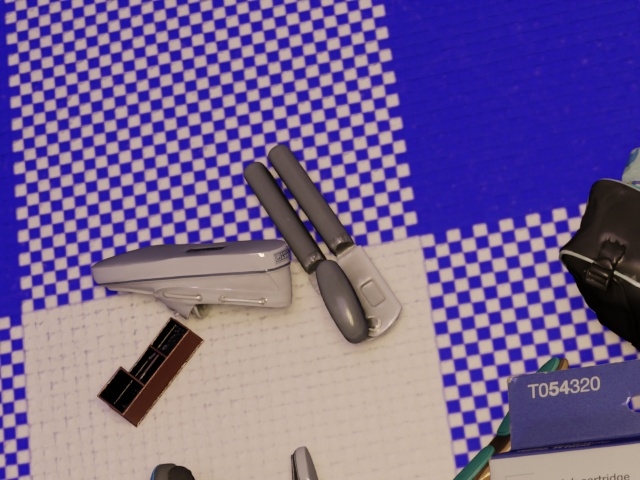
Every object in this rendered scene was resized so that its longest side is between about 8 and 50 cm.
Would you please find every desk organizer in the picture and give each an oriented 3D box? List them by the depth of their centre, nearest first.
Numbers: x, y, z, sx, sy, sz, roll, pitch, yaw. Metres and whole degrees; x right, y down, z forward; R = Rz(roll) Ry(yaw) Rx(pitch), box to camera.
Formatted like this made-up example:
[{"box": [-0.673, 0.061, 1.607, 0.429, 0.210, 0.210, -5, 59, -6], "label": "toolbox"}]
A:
[{"box": [-0.199, 0.149, 1.879, 0.047, 0.050, 0.130, 34, 81, 22], "label": "desk organizer"}]

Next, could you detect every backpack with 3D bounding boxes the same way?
[{"box": [0.377, 0.033, 1.675, 0.225, 0.253, 0.191, 25, 74, 24], "label": "backpack"}]

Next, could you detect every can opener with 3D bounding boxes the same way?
[{"box": [0.000, 0.000, 1.870, 0.074, 0.093, 0.280, -34, 62, 1], "label": "can opener"}]

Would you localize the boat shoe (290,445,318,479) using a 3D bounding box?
[{"box": [-0.021, 0.300, 1.784, 0.040, 0.049, 0.142, -13, 70, 9], "label": "boat shoe"}]

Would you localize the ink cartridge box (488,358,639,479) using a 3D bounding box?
[{"box": [0.308, 0.250, 1.397, 0.324, 0.071, 0.330, -11, 69, 25], "label": "ink cartridge box"}]

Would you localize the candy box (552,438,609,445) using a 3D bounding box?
[{"box": [0.310, 0.370, 1.551, 0.122, 0.268, 0.317, -8, 69, 20], "label": "candy box"}]

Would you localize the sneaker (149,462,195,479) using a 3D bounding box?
[{"box": [-0.083, 0.386, 1.748, 0.140, 0.125, 0.341, -21, 67, -19], "label": "sneaker"}]

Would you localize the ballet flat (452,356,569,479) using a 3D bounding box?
[{"box": [0.212, 0.233, 1.749, 0.073, 0.080, 0.232, 40, 86, -5], "label": "ballet flat"}]

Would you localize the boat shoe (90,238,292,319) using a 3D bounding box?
[{"box": [-0.153, 0.052, 1.883, 0.258, 0.095, 0.084, -2, 104, 29], "label": "boat shoe"}]
